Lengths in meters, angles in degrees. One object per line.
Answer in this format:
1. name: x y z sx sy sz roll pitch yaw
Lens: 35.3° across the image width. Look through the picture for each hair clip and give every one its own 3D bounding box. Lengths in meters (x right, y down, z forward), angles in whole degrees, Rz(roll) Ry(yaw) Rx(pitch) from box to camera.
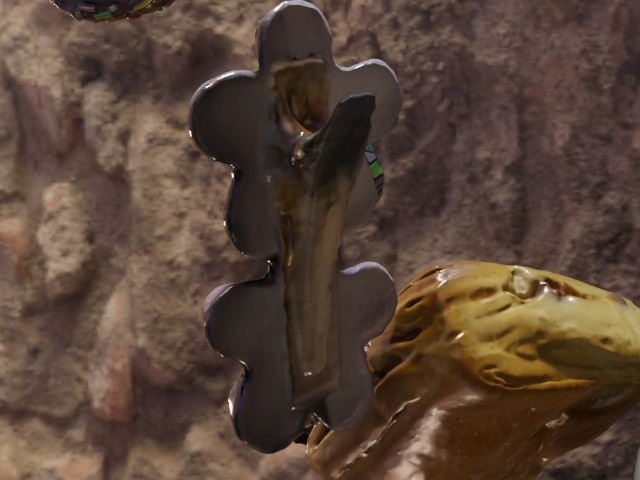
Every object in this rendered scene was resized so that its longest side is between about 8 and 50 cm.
1. hair clip: -0.006 -0.001 0.566 0.075 0.146 0.257 23 -60 39

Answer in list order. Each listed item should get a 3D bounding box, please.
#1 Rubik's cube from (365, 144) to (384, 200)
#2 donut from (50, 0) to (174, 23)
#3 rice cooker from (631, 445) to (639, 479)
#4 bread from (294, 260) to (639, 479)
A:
1. Rubik's cube: 0.014 -0.065 1.051 0.093 0.111 0.111 -69 180 -60
2. donut: -0.208 -0.342 1.063 0.235 0.089 0.235 0 -89 23
3. rice cooker: 0.353 0.256 0.667 0.335 0.335 0.325 44 -28 41
4. bread: 0.114 0.114 0.714 0.210 0.235 0.099 -48 -133 32
